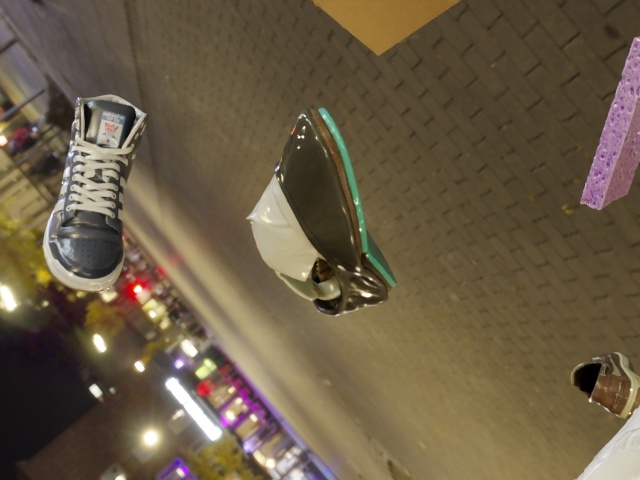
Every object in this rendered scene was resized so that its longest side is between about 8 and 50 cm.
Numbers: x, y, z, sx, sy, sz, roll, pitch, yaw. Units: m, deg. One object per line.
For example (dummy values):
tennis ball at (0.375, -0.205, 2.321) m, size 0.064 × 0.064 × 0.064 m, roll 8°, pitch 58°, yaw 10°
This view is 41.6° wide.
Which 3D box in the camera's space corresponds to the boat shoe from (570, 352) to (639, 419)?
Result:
boat shoe at (0.480, 0.233, 1.446) m, size 0.095 × 0.095 × 0.257 m, roll 18°, pitch -179°, yaw 5°

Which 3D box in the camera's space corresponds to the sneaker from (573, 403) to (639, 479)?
sneaker at (0.375, 0.247, 0.931) m, size 0.114 × 0.305 × 0.152 m, roll 38°, pitch -148°, yaw -3°

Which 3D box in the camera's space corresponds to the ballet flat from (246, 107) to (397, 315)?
ballet flat at (0.000, 0.000, 0.708) m, size 0.280 × 0.096 × 0.095 m, roll 63°, pitch -178°, yaw -59°

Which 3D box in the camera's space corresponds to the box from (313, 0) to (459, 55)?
box at (0.094, -0.350, 1.147) m, size 0.164 × 0.021 × 0.201 m, roll 33°, pitch 140°, yaw -29°

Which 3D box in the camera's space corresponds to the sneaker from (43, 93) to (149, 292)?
sneaker at (-0.278, -0.075, 1.055) m, size 0.282 × 0.099 × 0.153 m, roll -100°, pitch 28°, yaw -50°

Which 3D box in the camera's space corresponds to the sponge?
sponge at (0.384, -0.146, 1.043) m, size 0.031 × 0.117 × 0.210 m, roll 25°, pitch 115°, yaw 30°
